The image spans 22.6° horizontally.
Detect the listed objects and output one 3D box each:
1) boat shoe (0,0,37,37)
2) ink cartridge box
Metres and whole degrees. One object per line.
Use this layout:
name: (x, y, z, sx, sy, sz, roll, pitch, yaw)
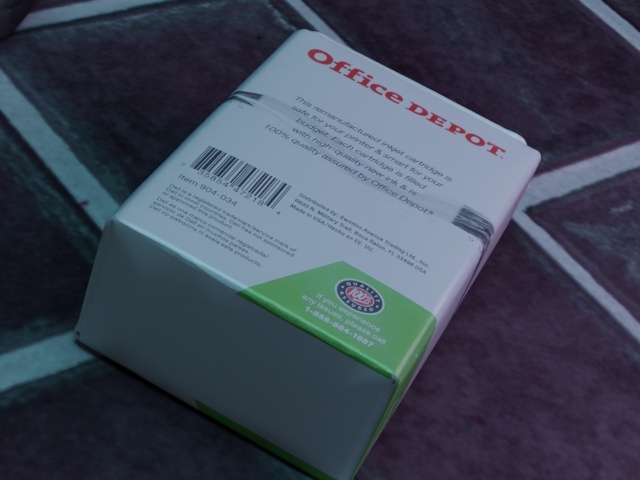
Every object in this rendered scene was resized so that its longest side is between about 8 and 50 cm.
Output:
boat shoe: (-0.230, -0.282, 1.270, 0.103, 0.118, 0.320, 24, 46, -3)
ink cartridge box: (0.000, 0.000, 1.047, 0.198, 0.114, 0.273, 29, 40, 8)
